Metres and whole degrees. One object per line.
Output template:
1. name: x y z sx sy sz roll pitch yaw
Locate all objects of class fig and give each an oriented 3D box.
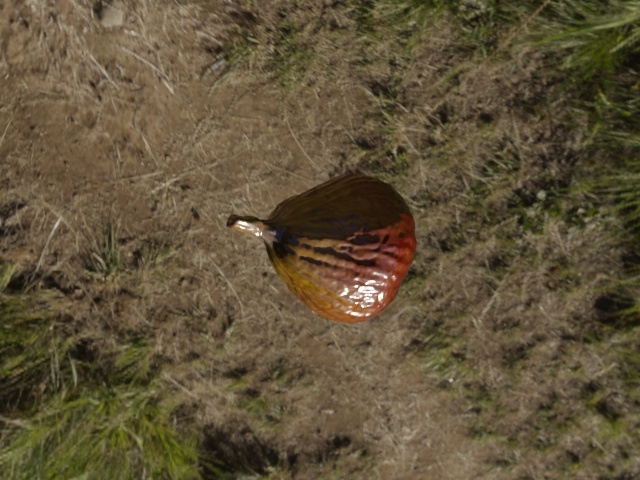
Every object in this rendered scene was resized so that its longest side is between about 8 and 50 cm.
1. fig: 0.014 -0.003 0.499 0.119 0.119 0.153 -40 153 4
